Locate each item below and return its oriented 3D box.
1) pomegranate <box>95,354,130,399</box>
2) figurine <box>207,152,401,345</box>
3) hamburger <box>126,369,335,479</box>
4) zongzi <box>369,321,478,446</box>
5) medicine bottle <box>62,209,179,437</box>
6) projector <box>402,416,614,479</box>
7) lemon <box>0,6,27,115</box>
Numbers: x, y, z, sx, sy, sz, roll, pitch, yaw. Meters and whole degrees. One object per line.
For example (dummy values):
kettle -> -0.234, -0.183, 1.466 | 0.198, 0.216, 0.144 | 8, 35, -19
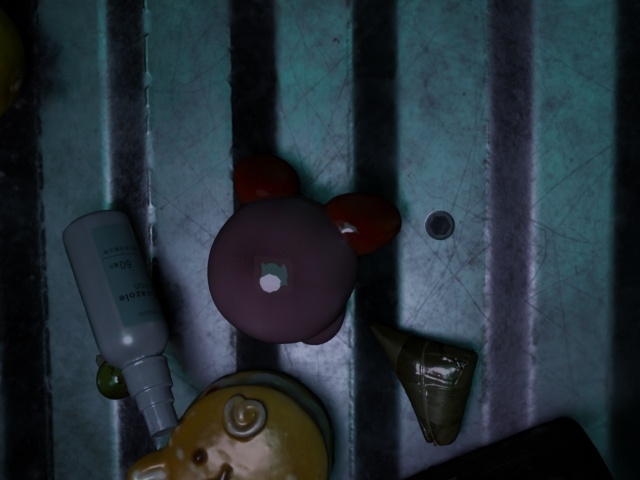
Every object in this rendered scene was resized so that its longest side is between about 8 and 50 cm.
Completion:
pomegranate -> -0.334, 0.222, 1.490 | 0.085, 0.073, 0.073 | 4, 96, 45
figurine -> -0.055, 0.028, 1.347 | 0.270, 0.211, 0.261 | 24, 102, 12
hamburger -> -0.133, 0.341, 1.410 | 0.303, 0.186, 0.260 | -3, 93, 10
zongzi -> 0.143, 0.225, 1.422 | 0.176, 0.078, 0.160 | 14, 96, 16
medicine bottle -> -0.292, 0.127, 1.399 | 0.110, 0.110, 0.351 | -27, 72, 9
projector -> 0.232, 0.436, 1.256 | 0.395, 0.405, 0.242 | -26, 89, 9
lemon -> -0.562, -0.278, 1.395 | 0.219, 0.240, 0.240 | 14, 96, -4
